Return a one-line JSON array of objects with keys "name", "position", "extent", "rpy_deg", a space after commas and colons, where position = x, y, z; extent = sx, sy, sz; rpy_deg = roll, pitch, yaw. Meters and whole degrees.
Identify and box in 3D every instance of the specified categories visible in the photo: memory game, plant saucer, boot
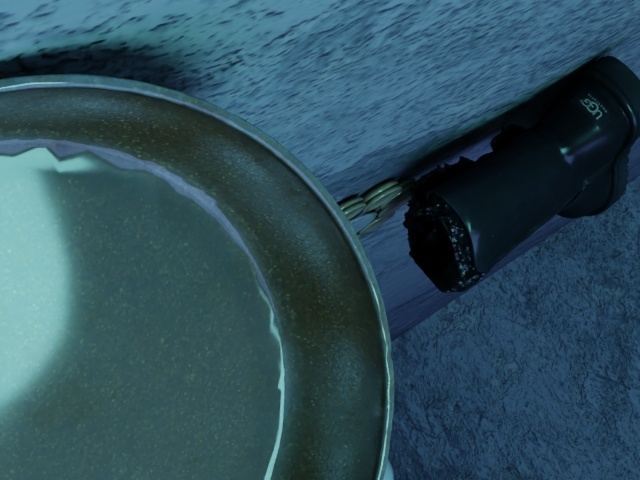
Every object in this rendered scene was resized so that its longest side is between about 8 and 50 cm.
[{"name": "memory game", "position": [0.000, 0.000, 1.088], "extent": [0.186, 0.012, 0.186], "rpy_deg": [-30, 172, -5]}, {"name": "plant saucer", "position": [-0.110, 0.088, 0.489], "extent": [0.310, 0.310, 0.050], "rpy_deg": [-27, -150, -24]}, {"name": "boot", "position": [0.161, -0.035, 1.111], "extent": [0.207, 0.094, 0.246], "rpy_deg": [-36, 166, -11]}]

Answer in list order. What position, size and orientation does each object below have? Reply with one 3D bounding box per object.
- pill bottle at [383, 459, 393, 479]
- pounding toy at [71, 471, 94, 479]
[{"name": "pill bottle", "position": [-0.042, 0.149, 0.938], "extent": [0.153, 0.265, 0.153], "rpy_deg": [-30, 171, -5]}, {"name": "pounding toy", "position": [-0.158, 0.059, 0.536], "extent": [0.141, 0.130, 0.100], "rpy_deg": [-27, -177, -24]}]
